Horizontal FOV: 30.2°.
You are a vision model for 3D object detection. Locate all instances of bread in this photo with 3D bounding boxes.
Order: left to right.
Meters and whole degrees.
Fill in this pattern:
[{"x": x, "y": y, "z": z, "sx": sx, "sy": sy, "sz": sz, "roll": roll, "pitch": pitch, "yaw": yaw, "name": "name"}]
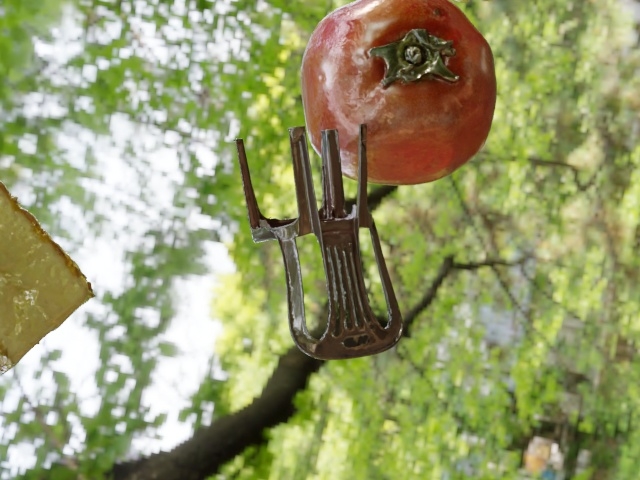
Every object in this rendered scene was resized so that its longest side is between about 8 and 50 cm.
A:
[{"x": -0.530, "y": 0.053, "z": 1.910, "sx": 0.207, "sy": 0.279, "sz": 0.279, "roll": -42, "pitch": 4, "yaw": -20, "name": "bread"}]

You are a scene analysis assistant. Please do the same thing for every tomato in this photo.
[{"x": 0.131, "y": -0.248, "z": 1.989, "sx": 0.290, "sy": 0.325, "sz": 0.293, "roll": 123, "pitch": 137, "yaw": -71, "name": "tomato"}]

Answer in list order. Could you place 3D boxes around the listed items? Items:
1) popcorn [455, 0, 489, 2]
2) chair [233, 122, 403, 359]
[{"x": 0.065, "y": -0.266, "z": 0.889, "sx": 0.203, "sy": 0.226, "sz": 0.200, "roll": -15, "pitch": -28, "yaw": -51, "name": "popcorn"}, {"x": 0.000, "y": 0.000, "z": 1.704, "sx": 0.183, "sy": 0.175, "sz": 0.327, "roll": 178, "pitch": 86, "yaw": -66, "name": "chair"}]
